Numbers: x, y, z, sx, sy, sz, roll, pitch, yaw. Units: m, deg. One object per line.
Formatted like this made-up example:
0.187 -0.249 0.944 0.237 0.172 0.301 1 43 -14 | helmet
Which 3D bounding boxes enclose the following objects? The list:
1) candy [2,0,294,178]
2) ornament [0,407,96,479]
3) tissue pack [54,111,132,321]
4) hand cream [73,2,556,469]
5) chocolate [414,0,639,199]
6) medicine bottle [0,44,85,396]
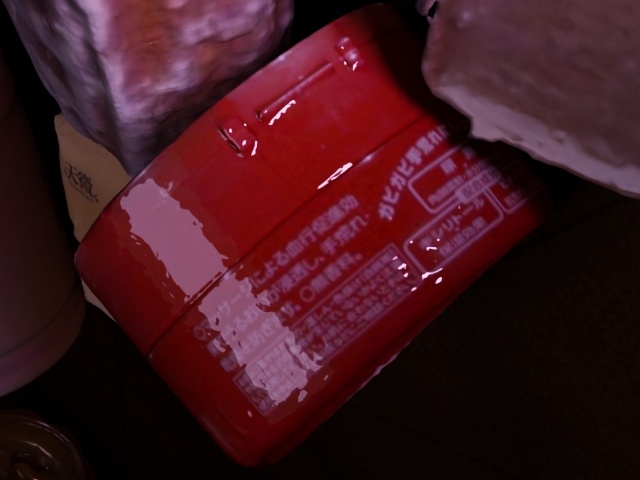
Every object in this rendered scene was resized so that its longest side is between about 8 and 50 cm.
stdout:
-0.098 -0.159 0.820 0.289 0.157 0.214 87 161 -65 | candy
-0.322 0.302 1.575 0.221 0.235 0.217 10 140 -6 | ornament
-0.083 0.012 1.051 0.222 0.090 0.186 32 141 33 | tissue pack
0.000 0.000 0.798 0.149 0.230 0.230 48 149 7 | hand cream
0.133 -0.137 0.617 0.161 0.083 0.261 30 143 15 | chocolate
-0.321 -0.043 1.217 0.202 0.202 0.315 24 137 41 | medicine bottle
